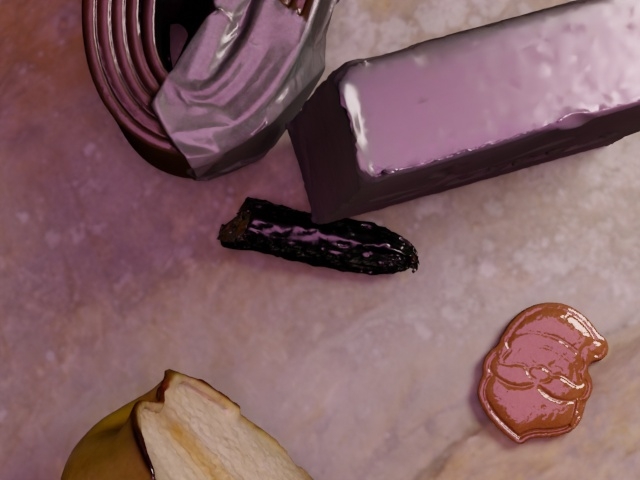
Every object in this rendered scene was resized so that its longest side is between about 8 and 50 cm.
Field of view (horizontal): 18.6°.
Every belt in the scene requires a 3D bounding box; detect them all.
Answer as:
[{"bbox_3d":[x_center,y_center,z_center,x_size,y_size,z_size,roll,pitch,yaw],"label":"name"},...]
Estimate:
[{"bbox_3d":[-0.091,-0.222,1.712,0.217,0.122,0.339,14,86,3],"label":"belt"}]

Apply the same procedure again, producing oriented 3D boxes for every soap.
[{"bbox_3d":[0.135,-0.112,1.606,0.296,0.285,0.107,-17,85,-8],"label":"soap"}]

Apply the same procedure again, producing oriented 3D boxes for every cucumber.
[{"bbox_3d":[0.000,0.000,1.737,0.181,0.053,0.053,12,88,-2],"label":"cucumber"}]

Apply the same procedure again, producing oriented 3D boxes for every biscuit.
[{"bbox_3d":[0.198,0.119,1.746,0.102,0.019,0.130,28,89,2],"label":"biscuit"}]

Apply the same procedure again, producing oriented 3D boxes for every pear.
[{"bbox_3d":[-0.079,0.315,1.593,0.191,0.340,0.386,-41,89,16],"label":"pear"}]
